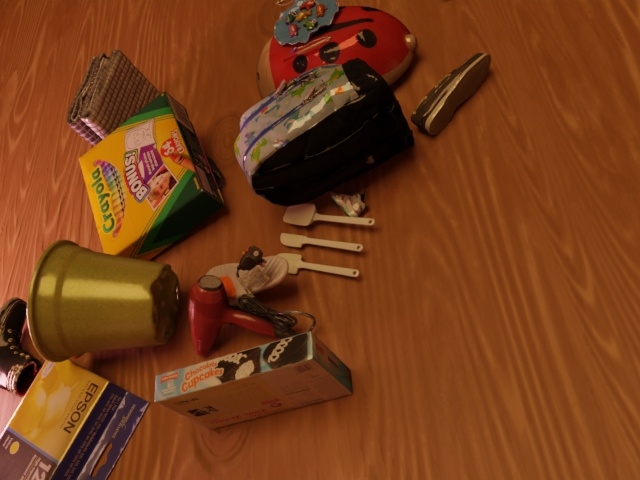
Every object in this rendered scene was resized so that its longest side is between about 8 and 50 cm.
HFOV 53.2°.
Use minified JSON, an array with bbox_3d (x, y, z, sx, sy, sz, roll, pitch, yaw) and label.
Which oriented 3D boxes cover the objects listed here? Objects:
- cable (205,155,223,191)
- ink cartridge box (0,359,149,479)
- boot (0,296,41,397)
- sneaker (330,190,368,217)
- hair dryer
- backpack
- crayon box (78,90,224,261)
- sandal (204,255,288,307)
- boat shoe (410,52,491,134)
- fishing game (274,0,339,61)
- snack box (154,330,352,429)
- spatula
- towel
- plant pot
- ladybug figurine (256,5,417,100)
[{"bbox_3d":[-0.339,-0.158,1.701,0.150,0.047,0.184,-44,54,2],"label":"cable"},{"bbox_3d":[-0.572,0.434,1.413,0.307,0.072,0.303,12,66,36],"label":"ink cartridge box"},{"bbox_3d":[-0.762,0.270,1.613,0.178,0.085,0.236,9,70,30],"label":"boot"},{"bbox_3d":[0.071,-0.094,1.440,0.069,0.038,0.098,-40,59,-3],"label":"sneaker"},{"bbox_3d":[-0.176,0.163,1.322,0.293,0.223,0.080,-31,7,32],"label":"hair dryer"},{"bbox_3d":[-0.013,-0.224,1.408,0.355,0.290,0.273,-43,61,5],"label":"backpack"},{"bbox_3d":[-0.447,-0.155,1.658,0.313,0.106,0.363,-34,58,12],"label":"crayon box"},{"bbox_3d":[-0.160,0.102,1.400,0.265,0.076,0.102,-12,51,36],"label":"sandal"},{"bbox_3d":[0.296,-0.344,1.455,0.228,0.081,0.068,-49,54,-5],"label":"boat shoe"},{"bbox_3d":[-0.040,-0.563,1.597,0.189,0.041,0.264,-18,51,20],"label":"fishing game"},{"bbox_3d":[-0.123,0.271,1.200,0.322,0.187,0.060,-18,52,16],"label":"snack box"},{"bbox_3d":[0.000,0.000,1.407,0.242,0.019,0.168,6,68,36],"label":"spatula"},{"bbox_3d":[-0.592,-0.379,1.856,0.121,0.235,0.284,-11,55,26],"label":"towel"},{"bbox_3d":[-0.462,0.139,1.431,0.254,0.276,0.276,1,58,8],"label":"plant pot"},{"bbox_3d":[0.023,-0.474,1.635,0.449,0.162,0.305,-10,55,22],"label":"ladybug figurine"}]
